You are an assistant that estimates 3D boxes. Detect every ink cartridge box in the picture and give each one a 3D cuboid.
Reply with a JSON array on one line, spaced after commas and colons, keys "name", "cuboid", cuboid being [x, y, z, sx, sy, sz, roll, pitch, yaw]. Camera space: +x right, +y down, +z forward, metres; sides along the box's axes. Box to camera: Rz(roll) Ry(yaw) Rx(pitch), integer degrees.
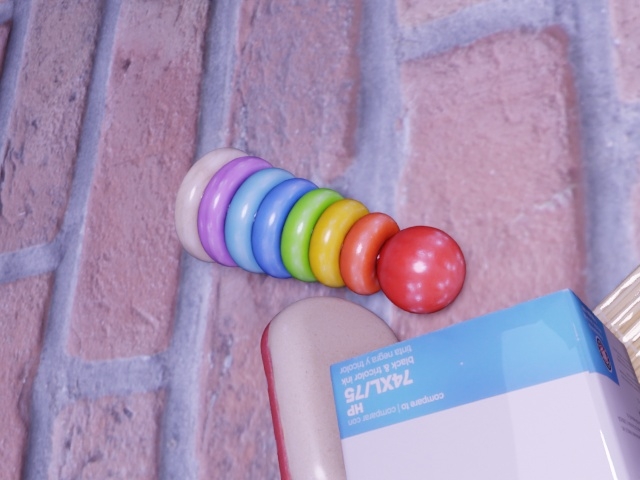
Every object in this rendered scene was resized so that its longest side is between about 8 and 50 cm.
[{"name": "ink cartridge box", "cuboid": [0.154, 0.212, 0.571, 0.197, 0.198, 0.270, -22, 61, 24]}]

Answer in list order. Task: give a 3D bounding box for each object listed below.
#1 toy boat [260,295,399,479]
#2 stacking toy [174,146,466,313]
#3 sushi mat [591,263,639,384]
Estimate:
[{"name": "toy boat", "cuboid": [0.005, 0.175, 0.764, 0.151, 0.151, 0.231, -45, 47, 47]}, {"name": "stacking toy", "cuboid": [0.000, 0.000, 0.830, 0.330, 0.141, 0.141, 19, 83, 33]}, {"name": "sushi mat", "cuboid": [0.248, 0.154, 0.668, 0.316, 0.019, 0.151, -47, 54, 9]}]
